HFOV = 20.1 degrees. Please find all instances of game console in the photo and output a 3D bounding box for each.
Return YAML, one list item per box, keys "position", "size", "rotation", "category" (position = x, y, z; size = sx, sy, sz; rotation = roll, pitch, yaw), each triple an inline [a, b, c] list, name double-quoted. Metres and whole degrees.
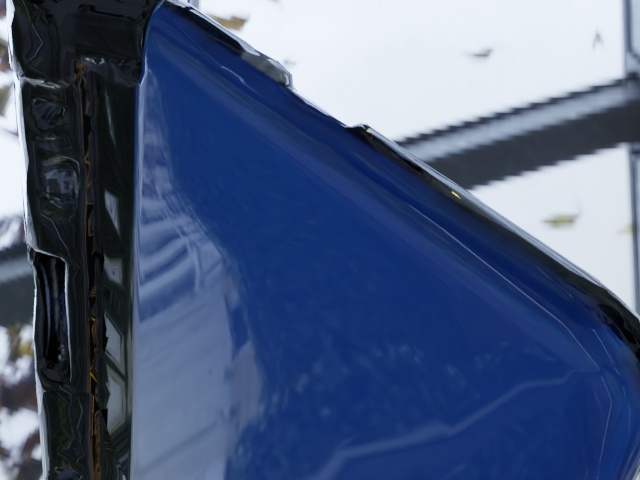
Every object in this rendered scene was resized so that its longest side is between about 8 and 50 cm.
- position: [0.000, 0.000, 0.573]
  size: [0.173, 0.250, 0.293]
  rotation: [10, -37, 0]
  category: "game console"
